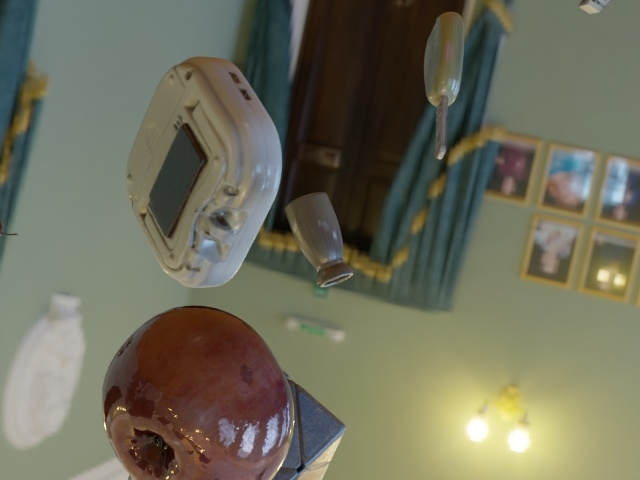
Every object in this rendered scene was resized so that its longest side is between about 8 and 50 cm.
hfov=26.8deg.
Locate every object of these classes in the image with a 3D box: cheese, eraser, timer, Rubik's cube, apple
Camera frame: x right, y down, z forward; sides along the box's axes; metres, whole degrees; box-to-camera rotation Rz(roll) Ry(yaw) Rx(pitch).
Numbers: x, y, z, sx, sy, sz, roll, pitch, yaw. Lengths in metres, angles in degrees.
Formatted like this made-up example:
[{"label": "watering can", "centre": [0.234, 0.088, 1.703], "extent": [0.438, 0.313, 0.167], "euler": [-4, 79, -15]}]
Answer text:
[{"label": "cheese", "centre": [0.155, -0.191, 1.692], "extent": [0.037, 0.192, 0.097], "euler": [7, 154, -7]}, {"label": "eraser", "centre": [0.351, -0.313, 1.614], "extent": [0.027, 0.099, 0.019], "euler": [22, -151, -31]}, {"label": "timer", "centre": [-0.153, -0.086, 1.672], "extent": [0.087, 0.262, 0.237], "euler": [0, -136, -35]}, {"label": "Rubik's cube", "centre": [-0.121, 0.300, 1.855], "extent": [0.205, 0.207, 0.205], "euler": [40, -128, 15]}, {"label": "apple", "centre": [-0.094, 0.128, 1.007], "extent": [0.153, 0.153, 0.120], "euler": [17, -147, 35]}]

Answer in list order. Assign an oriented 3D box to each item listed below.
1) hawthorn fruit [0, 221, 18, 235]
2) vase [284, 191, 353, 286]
[{"label": "hawthorn fruit", "centre": [-0.342, -0.010, 1.335], "extent": [0.103, 0.067, 0.067], "euler": [14, -173, 41]}, {"label": "vase", "centre": [0.000, 0.000, 1.514], "extent": [0.053, 0.101, 0.053], "euler": [-20, 170, -4]}]
